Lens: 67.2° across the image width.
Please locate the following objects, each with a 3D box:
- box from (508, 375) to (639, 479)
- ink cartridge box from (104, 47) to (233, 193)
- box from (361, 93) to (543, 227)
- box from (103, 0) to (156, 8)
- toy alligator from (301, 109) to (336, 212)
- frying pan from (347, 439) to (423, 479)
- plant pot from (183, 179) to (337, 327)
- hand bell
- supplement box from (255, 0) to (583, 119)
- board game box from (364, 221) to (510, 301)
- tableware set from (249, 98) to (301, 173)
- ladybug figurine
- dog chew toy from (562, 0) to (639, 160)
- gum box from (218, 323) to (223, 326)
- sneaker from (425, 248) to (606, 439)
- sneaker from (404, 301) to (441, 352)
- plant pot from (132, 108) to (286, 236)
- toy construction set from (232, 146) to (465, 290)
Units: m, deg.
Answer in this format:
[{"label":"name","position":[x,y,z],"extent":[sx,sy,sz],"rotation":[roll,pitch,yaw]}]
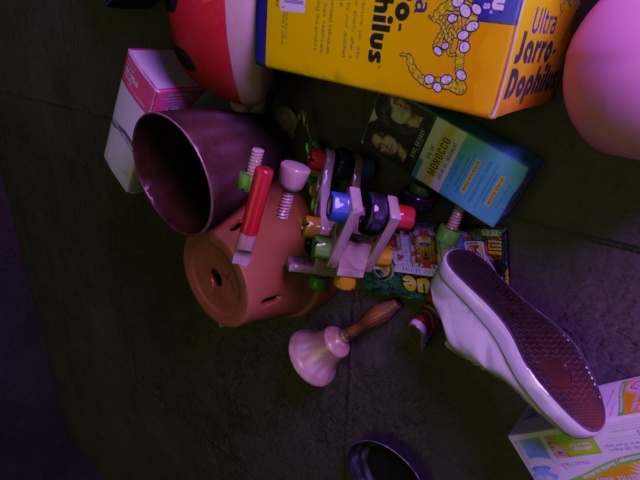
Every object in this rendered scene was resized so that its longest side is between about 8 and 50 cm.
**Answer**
[{"label":"box","position":[0.384,0.270,0.647],"extent":[0.203,0.103,0.114],"rotation":[-38,80,45]},{"label":"ink cartridge box","position":[-0.310,-0.246,1.000],"extent":[0.117,0.207,0.283],"rotation":[53,134,14]},{"label":"box","position":[0.180,-0.131,0.697],"extent":[0.244,0.060,0.101],"rotation":[38,129,25]},{"label":"box","position":[-0.396,-0.612,0.996],"extent":[0.153,0.108,0.207],"rotation":[-4,104,43]},{"label":"toy alligator","position":[0.000,-0.141,0.872],"extent":[0.051,0.056,0.190],"rotation":[-5,105,0]},{"label":"frying pan","position":[0.182,0.478,0.962],"extent":[0.326,0.053,0.197],"rotation":[-29,87,44]},{"label":"plant pot","position":[-0.133,0.041,0.961],"extent":[0.290,0.203,0.291],"rotation":[19,119,38]},{"label":"hand bell","position":[0.060,0.175,0.930],"extent":[0.242,0.126,0.126],"rotation":[-41,78,32]},{"label":"supplement box","position":[0.109,-0.293,0.599],"extent":[0.356,0.194,0.195],"rotation":[25,123,34]},{"label":"board game box","position":[0.179,0.036,0.794],"extent":[0.259,0.030,0.136],"rotation":[5,112,42]},{"label":"tableware set","position":[-0.108,-0.224,0.954],"extent":[0.168,0.020,0.141],"rotation":[42,136,18]},{"label":"ladybug figurine","position":[-0.161,-0.424,0.740],"extent":[0.305,0.161,0.450],"rotation":[-119,25,-66]},{"label":"dog chew toy","position":[0.346,-0.233,0.413],"extent":[0.206,0.206,0.332],"rotation":[22,113,35]},{"label":"gum box","position":[-0.216,0.129,1.190],"extent":[0.184,0.041,0.157],"rotation":[-17,95,45]},{"label":"sneaker","position":[0.257,0.151,0.673],"extent":[0.290,0.105,0.123],"rotation":[57,144,33]},{"label":"sneaker","position":[0.182,0.150,0.836],"extent":[0.042,0.067,0.118],"rotation":[37,159,23]},{"label":"plant pot","position":[-0.178,-0.149,0.876],"extent":[0.215,0.230,0.215],"rotation":[22,127,33]},{"label":"toy construction set","position":[0.000,0.000,0.729],"extent":[0.257,0.308,0.237],"rotation":[42,123,42]}]
